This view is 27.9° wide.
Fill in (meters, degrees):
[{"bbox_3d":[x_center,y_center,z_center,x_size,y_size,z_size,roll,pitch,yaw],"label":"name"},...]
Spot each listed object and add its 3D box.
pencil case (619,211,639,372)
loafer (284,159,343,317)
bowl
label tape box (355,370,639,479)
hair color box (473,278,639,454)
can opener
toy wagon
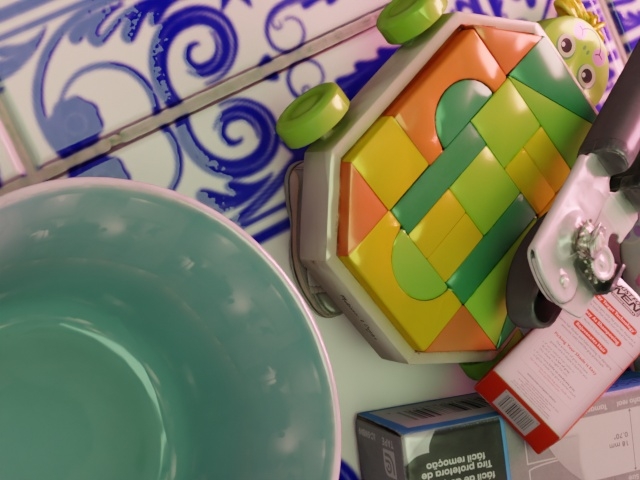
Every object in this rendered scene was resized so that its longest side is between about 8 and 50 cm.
[{"bbox_3d":[0.317,0.074,1.074,0.124,0.113,0.273,-19,99,-53],"label":"pencil case"},{"bbox_3d":[0.000,0.000,0.987,0.045,0.039,0.125,-14,96,-22],"label":"loafer"},{"bbox_3d":[-0.160,0.129,0.839,0.311,0.163,0.312,8,73,-28],"label":"bowl"},{"bbox_3d":[0.171,0.286,1.026,0.240,0.106,0.334,-8,94,-21],"label":"label tape box"},{"bbox_3d":[0.189,0.086,0.970,0.072,0.043,0.141,46,61,9],"label":"hair color box"},{"bbox_3d":[0.216,-0.058,0.975,0.074,0.093,0.280,49,60,-26],"label":"can opener"},{"bbox_3d":[0.129,-0.070,1.001,0.344,0.068,0.267,-48,115,-20],"label":"toy wagon"}]
